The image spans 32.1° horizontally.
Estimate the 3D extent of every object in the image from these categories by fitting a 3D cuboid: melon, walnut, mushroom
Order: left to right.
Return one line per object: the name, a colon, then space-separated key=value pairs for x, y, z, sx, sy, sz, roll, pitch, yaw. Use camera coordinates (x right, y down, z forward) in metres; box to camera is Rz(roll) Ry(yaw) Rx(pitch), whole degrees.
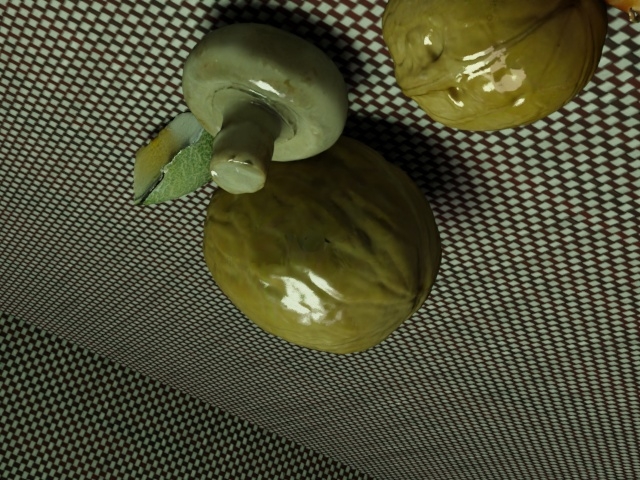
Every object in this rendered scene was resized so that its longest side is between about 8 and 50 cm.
melon: x=-0.194 y=-0.129 z=1.651 sx=0.139 sy=0.093 sz=0.202 roll=6 pitch=142 yaw=-46
mushroom: x=-0.065 y=-0.153 z=1.343 sx=0.206 sy=0.209 sz=0.206 roll=-5 pitch=170 yaw=-1
walnut: x=0.000 y=0.000 z=1.497 sx=0.333 sy=0.332 sz=0.333 roll=17 pitch=157 yaw=7
walnut: x=0.162 y=-0.199 z=1.065 sx=0.193 sy=0.193 sz=0.226 roll=36 pitch=155 yaw=-34

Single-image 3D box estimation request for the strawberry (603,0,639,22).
strawberry: x=0.303 y=-0.252 z=0.950 sx=0.192 sy=0.085 sz=0.140 roll=29 pitch=157 yaw=-19
